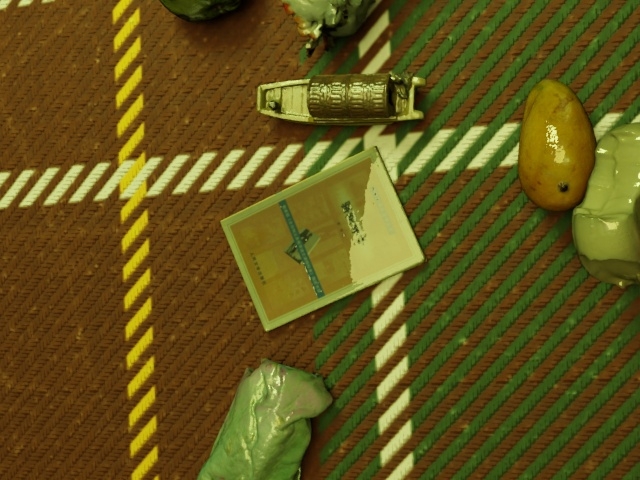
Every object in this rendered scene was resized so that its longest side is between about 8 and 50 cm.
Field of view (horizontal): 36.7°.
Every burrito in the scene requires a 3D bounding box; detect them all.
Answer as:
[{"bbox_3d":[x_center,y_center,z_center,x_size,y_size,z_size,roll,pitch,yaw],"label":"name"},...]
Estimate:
[{"bbox_3d":[-0.080,0.269,1.271,0.144,0.089,0.229,21,96,14],"label":"burrito"}]

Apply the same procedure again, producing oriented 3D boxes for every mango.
[{"bbox_3d":[0.284,-0.116,1.159,0.089,0.115,0.165,4,86,-4],"label":"mango"}]

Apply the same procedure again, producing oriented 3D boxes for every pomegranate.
[{"bbox_3d":[-0.157,-0.370,1.313,0.138,0.163,0.125,-30,119,28],"label":"pomegranate"}]

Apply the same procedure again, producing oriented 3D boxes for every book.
[{"bbox_3d":[0.000,0.000,1.290,0.242,0.018,0.170,-26,81,14],"label":"book"}]

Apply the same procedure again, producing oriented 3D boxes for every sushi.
[{"bbox_3d":[0.047,-0.394,1.212,0.130,0.124,0.332,35,110,10],"label":"sushi"}]

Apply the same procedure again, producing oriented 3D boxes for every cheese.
[{"bbox_3d":[0.375,-0.089,1.122,0.082,0.163,0.286,5,72,44],"label":"cheese"}]

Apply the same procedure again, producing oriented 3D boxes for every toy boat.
[{"bbox_3d":[0.024,-0.185,1.254,0.226,0.088,0.068,2,89,16],"label":"toy boat"}]
